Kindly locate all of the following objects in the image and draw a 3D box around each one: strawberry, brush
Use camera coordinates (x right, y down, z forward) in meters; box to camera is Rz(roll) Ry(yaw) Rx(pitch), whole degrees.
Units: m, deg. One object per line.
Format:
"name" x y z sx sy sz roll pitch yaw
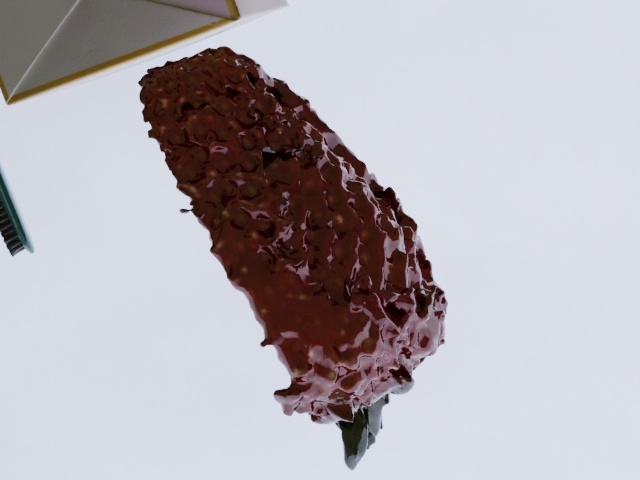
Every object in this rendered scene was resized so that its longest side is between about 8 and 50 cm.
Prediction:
"strawberry" 0.000 0.000 0.964 0.106 0.286 0.188 -27 -165 13
"brush" -0.336 -0.072 1.549 0.032 0.193 0.043 -24 179 -5

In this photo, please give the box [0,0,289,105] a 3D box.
"box" -0.212 -0.314 1.515 0.259 0.284 0.214 -18 -173 17
